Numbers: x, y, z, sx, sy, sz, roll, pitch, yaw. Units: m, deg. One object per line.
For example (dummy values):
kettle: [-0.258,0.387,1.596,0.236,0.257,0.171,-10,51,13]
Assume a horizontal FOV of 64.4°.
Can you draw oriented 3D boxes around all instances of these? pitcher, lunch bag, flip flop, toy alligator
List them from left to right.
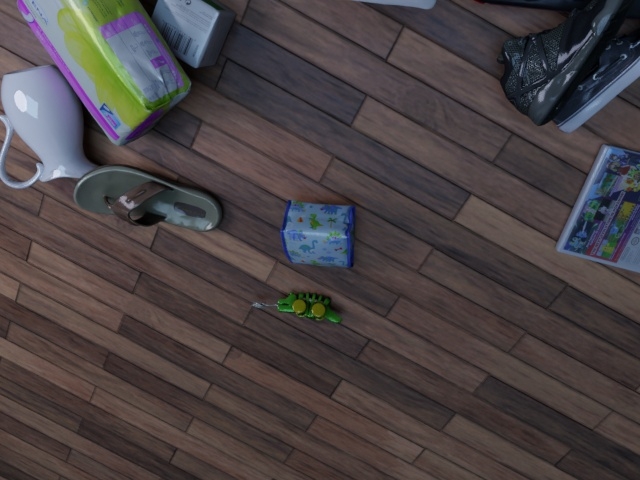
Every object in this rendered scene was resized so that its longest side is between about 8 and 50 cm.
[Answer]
pitcher: [-0.523,-0.204,0.936,0.178,0.125,0.207,-18,118,-17]
flip flop: [-0.329,-0.066,0.972,0.277,0.080,0.112,15,122,-11]
toy alligator: [-0.045,0.128,1.044,0.190,0.056,0.051,10,72,8]
lunch bag: [0.000,0.000,0.957,0.129,0.096,0.151,6,143,8]

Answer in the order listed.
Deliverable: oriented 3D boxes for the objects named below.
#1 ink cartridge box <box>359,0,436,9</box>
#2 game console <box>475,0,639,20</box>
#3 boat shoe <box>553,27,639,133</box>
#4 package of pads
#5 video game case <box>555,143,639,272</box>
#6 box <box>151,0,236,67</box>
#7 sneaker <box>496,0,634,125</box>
ink cartridge box: [0.062,-0.477,0.625,0.207,0.119,0.353,4,107,-7]
game console: [0.375,-0.517,0.683,0.343,0.060,0.386,10,115,7]
boat shoe: [0.434,-0.267,0.764,0.076,0.080,0.228,40,130,-1]
package of pads: [-0.357,-0.321,0.825,0.229,0.101,0.296,-10,117,55]
video game case: [0.535,-0.048,0.873,0.184,0.023,0.201,15,116,4]
box: [-0.214,-0.358,0.845,0.101,0.087,0.101,31,114,-3]
sneaker: [0.344,-0.295,0.737,0.130,0.087,0.227,45,131,21]
